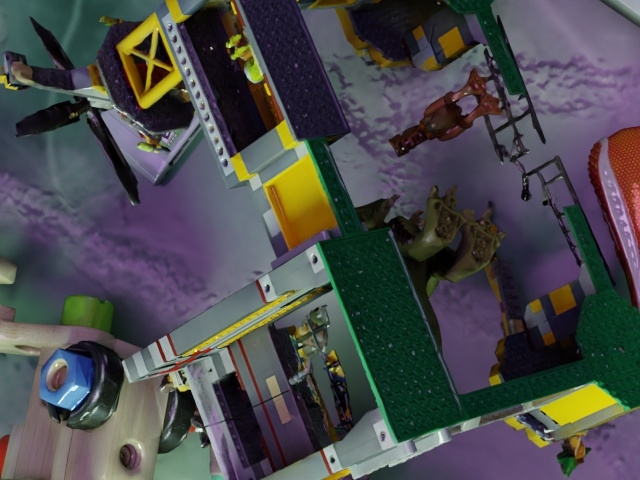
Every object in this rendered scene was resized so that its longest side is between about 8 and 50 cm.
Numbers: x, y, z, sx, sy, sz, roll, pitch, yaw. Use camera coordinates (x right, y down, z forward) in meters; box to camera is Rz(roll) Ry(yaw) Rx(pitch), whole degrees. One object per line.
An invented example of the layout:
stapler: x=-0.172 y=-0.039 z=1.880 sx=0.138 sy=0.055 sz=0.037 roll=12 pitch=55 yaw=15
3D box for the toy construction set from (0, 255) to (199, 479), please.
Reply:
toy construction set: x=-0.184 y=0.147 z=1.008 sx=0.215 sy=0.151 sz=0.328 roll=-9 pitch=80 yaw=43

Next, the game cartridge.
game cartridge: x=-0.091 y=-0.080 z=1.039 sx=0.056 sy=0.017 sz=0.083 roll=40 pitch=100 yaw=14

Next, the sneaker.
sneaker: x=0.193 y=0.023 z=0.945 sx=0.067 sy=0.064 sz=0.175 roll=-15 pitch=90 yaw=4

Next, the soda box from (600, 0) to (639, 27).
soda box: x=0.267 y=-0.095 z=0.907 sx=0.286 sy=0.091 sz=0.098 roll=37 pitch=99 yaw=11

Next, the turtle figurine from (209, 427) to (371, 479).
turtle figurine: x=-0.017 y=0.217 z=0.979 sx=0.175 sy=0.118 sz=0.234 roll=3 pitch=86 yaw=14

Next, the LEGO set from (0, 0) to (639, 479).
LEGO set: x=0.000 y=0.000 z=0.918 sx=0.192 sy=0.255 sz=0.331 roll=-31 pitch=84 yaw=44
